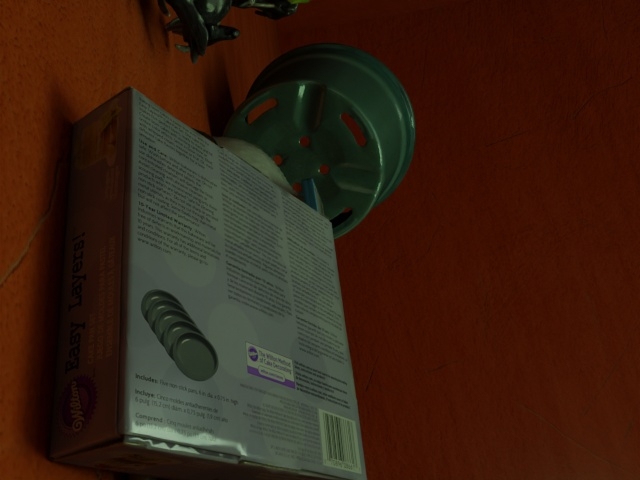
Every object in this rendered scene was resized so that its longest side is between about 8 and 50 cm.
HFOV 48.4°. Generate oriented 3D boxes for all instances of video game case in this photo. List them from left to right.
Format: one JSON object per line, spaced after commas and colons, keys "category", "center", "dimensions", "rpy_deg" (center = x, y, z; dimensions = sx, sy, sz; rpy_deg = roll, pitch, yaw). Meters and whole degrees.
{"category": "video game case", "center": [0.000, 0.000, 0.840], "dimensions": [0.166, 0.015, 0.119], "rpy_deg": [57, 23, -83]}

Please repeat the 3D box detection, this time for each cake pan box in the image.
{"category": "cake pan box", "center": [-0.065, 0.052, 0.530], "dimensions": [0.267, 0.070, 0.246], "rpy_deg": [31, 45, -49]}

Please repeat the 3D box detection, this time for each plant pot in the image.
{"category": "plant pot", "center": [-0.008, -0.156, 1.213], "dimensions": [0.334, 0.341, 0.341], "rpy_deg": [-67, 149, -72]}

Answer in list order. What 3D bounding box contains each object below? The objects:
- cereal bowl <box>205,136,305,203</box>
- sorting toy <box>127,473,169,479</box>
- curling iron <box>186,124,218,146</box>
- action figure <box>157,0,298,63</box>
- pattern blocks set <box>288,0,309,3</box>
{"category": "cereal bowl", "center": [-0.073, 0.037, 0.857], "dimensions": [0.339, 0.141, 0.339], "rpy_deg": [-10, 90, -87]}
{"category": "sorting toy", "center": [-0.103, 0.209, 0.562], "dimensions": [0.196, 0.047, 0.348], "rpy_deg": [78, 3, -47]}
{"category": "curling iron", "center": [-0.131, -0.027, 0.644], "dimensions": [0.274, 0.068, 0.035], "rpy_deg": [-96, -160, -50]}
{"category": "action figure", "center": [-0.133, -0.297, 0.824], "dimensions": [0.275, 0.141, 0.164], "rpy_deg": [-38, 131, -57]}
{"category": "pattern blocks set", "center": [-0.085, -0.395, 0.790], "dimensions": [0.325, 0.026, 0.285], "rpy_deg": [-25, 91, -61]}
